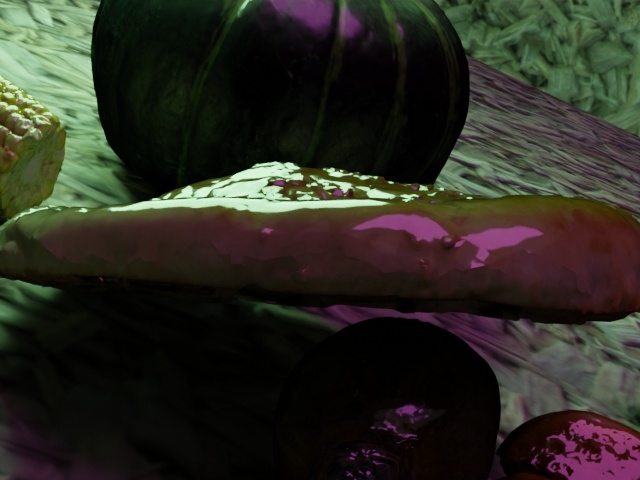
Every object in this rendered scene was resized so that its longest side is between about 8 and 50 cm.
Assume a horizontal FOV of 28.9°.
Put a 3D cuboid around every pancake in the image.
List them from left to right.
[{"bbox_3d":[0.001,0.000,0.724,0.386,0.082,0.387,1,0,0],"label":"pancake"}]

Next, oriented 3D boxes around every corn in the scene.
[{"bbox_3d":[-0.283,-0.103,0.874,0.244,0.093,0.093,35,21,21],"label":"corn"}]

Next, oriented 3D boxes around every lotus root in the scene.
[{"bbox_3d":[0.036,0.098,0.665,0.120,0.120,0.209,27,12,10],"label":"lotus root"}]

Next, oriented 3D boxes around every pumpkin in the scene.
[{"bbox_3d":[-0.035,-0.141,1.049,0.323,0.241,0.323,21,16,-6],"label":"pumpkin"}]

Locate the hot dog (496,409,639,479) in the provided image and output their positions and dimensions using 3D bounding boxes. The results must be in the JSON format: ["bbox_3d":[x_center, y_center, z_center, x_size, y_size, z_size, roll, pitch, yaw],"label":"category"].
[{"bbox_3d":[0.240,0.204,0.654,0.337,0.100,0.135,24,26,4],"label":"hot dog"}]
